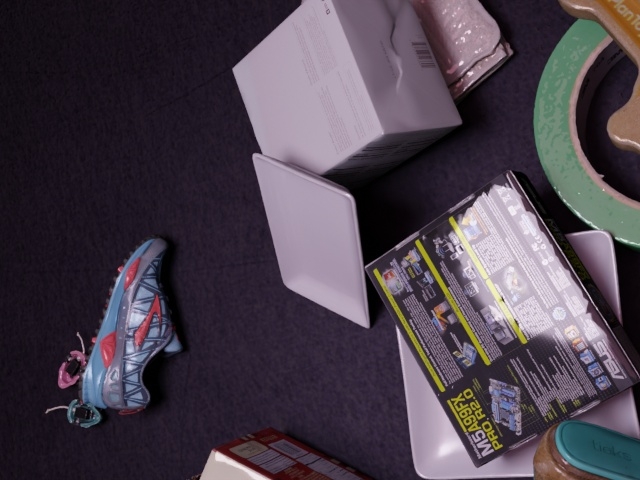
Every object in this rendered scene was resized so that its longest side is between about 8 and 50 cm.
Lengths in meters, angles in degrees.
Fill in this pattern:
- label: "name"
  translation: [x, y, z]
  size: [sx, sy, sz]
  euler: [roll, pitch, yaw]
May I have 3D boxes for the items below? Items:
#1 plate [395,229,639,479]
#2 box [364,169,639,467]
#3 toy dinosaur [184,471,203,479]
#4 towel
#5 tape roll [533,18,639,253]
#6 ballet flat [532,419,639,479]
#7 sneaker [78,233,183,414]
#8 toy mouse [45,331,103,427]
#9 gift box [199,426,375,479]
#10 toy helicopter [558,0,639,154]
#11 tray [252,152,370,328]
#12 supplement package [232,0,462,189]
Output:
- label: "plate"
  translation: [0.228, 0.141, 1.093]
  size: [0.277, 0.045, 0.278]
  euler: [-9, 86, 28]
- label: "box"
  translation: [0.205, 0.088, 1.046]
  size: [0.216, 0.060, 0.270]
  euler: [-37, 73, 25]
- label: "toy dinosaur"
  translation: [-0.164, 0.368, 1.281]
  size: [0.090, 0.047, 0.082]
  euler: [-32, 77, 53]
- label: "towel"
  translation: [0.109, -0.290, 1.227]
  size: [0.187, 0.049, 0.282]
  euler: [-42, 68, 14]
- label: "tape roll"
  translation: [0.410, -0.142, 1.048]
  size: [0.321, 0.077, 0.321]
  euler: [-3, 82, 25]
- label: "ballet flat"
  translation: [0.385, 0.286, 0.964]
  size: [0.342, 0.116, 0.124]
  euler: [13, 127, 1]
- label: "sneaker"
  translation: [-0.253, 0.123, 1.330]
  size: [0.125, 0.104, 0.262]
  euler: [18, 79, -5]
- label: "toy mouse"
  translation: [-0.354, 0.225, 1.383]
  size: [0.143, 0.031, 0.161]
  euler: [-37, 69, 16]
- label: "gift box"
  translation: [-0.063, 0.389, 1.105]
  size: [0.276, 0.255, 0.258]
  euler: [23, 91, 20]
- label: "toy helicopter"
  translation: [0.383, -0.196, 0.954]
  size: [0.235, 0.140, 0.355]
  euler: [-40, 66, 13]
- label: "tray"
  translation: [0.000, 0.000, 1.145]
  size: [0.145, 0.270, 0.030]
  euler: [25, 59, 25]
- label: "supplement package"
  translation: [0.029, -0.181, 1.145]
  size: [0.203, 0.149, 0.194]
  euler: [-30, 76, 47]
